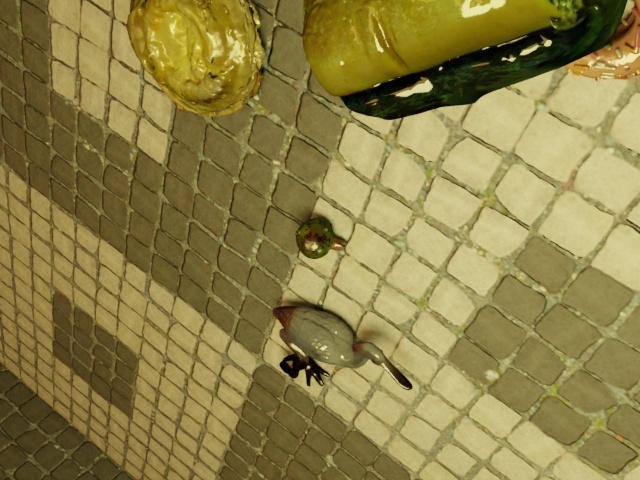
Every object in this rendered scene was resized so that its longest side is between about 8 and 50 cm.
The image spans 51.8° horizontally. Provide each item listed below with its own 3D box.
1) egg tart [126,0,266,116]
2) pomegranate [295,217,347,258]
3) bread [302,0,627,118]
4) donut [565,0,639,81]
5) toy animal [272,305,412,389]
[{"bbox_3d":[-0.217,-0.327,1.074,0.279,0.095,0.278,20,127,28],"label":"egg tart"},{"bbox_3d":[-0.002,0.002,1.147,0.084,0.073,0.073,36,134,13],"label":"pomegranate"},{"bbox_3d":[0.140,-0.285,0.720,0.377,0.208,0.251,-12,69,43],"label":"bread"},{"bbox_3d":[0.342,-0.234,0.729,0.117,0.065,0.166,43,137,6],"label":"donut"},{"bbox_3d":[0.019,0.196,1.249,0.324,0.090,0.195,-16,115,52],"label":"toy animal"}]
